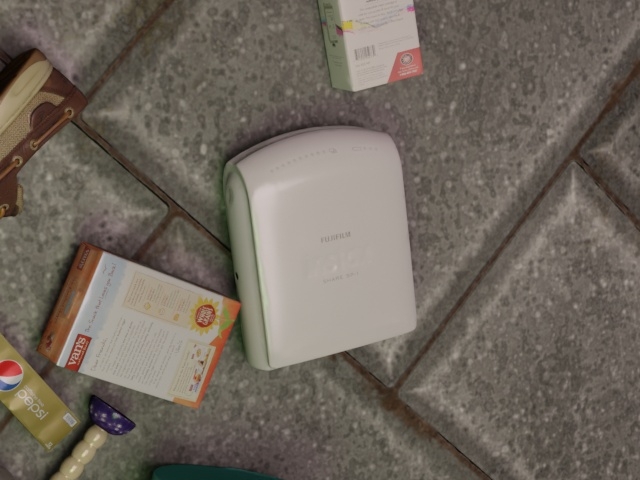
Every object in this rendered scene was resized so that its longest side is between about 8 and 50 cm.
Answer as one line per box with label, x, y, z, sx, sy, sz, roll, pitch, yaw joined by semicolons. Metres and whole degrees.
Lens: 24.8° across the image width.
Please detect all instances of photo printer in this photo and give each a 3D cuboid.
photo printer;0.000;0.000;1.985;0.256;0.107;0.307;-13;105;-25

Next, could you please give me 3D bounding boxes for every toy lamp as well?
toy lamp;-0.351;0.330;1.888;0.080;0.080;0.274;39;80;-27

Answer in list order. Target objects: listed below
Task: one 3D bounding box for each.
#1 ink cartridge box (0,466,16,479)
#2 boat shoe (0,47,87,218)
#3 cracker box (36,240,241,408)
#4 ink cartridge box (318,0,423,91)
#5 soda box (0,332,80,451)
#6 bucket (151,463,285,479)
ink cartridge box;-0.496;0.325;1.807;0.203;0.086;0.148;31;86;-29
boat shoe;-0.409;-0.068;1.759;0.123;0.123;0.342;41;74;-26
cracker box;-0.233;0.112;1.893;0.232;0.067;0.155;24;89;-39
ink cartridge box;0.063;-0.313;1.979;0.115;0.067;0.198;-17;109;-24
soda box;-0.388;0.181;1.848;0.058;0.061;0.181;-42;116;-13
bucket;-0.121;0.414;1.923;0.281;0.281;0.183;9;93;-28
